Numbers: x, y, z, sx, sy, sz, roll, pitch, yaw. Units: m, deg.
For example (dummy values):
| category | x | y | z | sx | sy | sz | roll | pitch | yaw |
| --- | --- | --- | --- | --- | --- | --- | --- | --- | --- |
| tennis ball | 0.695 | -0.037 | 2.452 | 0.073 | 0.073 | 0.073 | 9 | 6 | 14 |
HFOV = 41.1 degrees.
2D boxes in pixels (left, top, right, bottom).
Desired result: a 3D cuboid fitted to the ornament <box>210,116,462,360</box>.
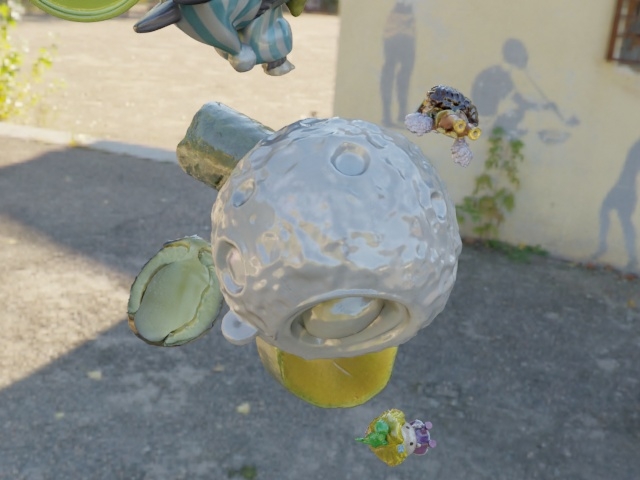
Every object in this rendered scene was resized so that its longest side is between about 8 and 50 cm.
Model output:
| category | x | y | z | sx | sy | sz | roll | pitch | yaw |
| --- | --- | --- | --- | --- | --- | --- | --- | --- | --- |
| ornament | 0.016 | -0.011 | 1.154 | 0.337 | 0.337 | 0.337 | 4 | 19 | -1 |

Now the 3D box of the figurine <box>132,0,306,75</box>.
| category | x | y | z | sx | sy | sz | roll | pitch | yaw |
| --- | --- | --- | --- | --- | --- | --- | --- | --- | --- |
| figurine | -0.210 | -0.430 | 1.544 | 0.266 | 0.361 | 0.378 | 29 | 47 | 30 |

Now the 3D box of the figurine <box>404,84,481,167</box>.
| category | x | y | z | sx | sy | sz | roll | pitch | yaw |
| --- | --- | --- | --- | --- | --- | --- | --- | --- | --- |
| figurine | 0.270 | -0.253 | 1.790 | 0.175 | 0.115 | 0.240 | 32 | 23 | -17 |

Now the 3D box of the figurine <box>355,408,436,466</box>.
| category | x | y | z | sx | sy | sz | roll | pitch | yaw |
| --- | --- | --- | --- | --- | --- | --- | --- | --- | --- |
| figurine | 0.115 | 0.352 | 1.505 | 0.115 | 0.094 | 0.156 | -31 | -24 | 30 |

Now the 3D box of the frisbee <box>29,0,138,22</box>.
| category | x | y | z | sx | sy | sz | roll | pitch | yaw |
| --- | --- | --- | --- | --- | --- | --- | --- | --- | --- |
| frisbee | -0.358 | -0.444 | 1.271 | 0.236 | 0.235 | 0.017 | 0 | 25 | -13 |

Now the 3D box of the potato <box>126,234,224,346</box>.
| category | x | y | z | sx | sy | sz | roll | pitch | yaw |
| --- | --- | --- | --- | --- | --- | --- | --- | --- | --- |
| potato | -0.333 | 0.146 | 2.064 | 0.243 | 0.285 | 0.242 | 13 | -23 | 5 |

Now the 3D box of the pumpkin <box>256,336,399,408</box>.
| category | x | y | z | sx | sy | sz | roll | pitch | yaw |
| --- | --- | --- | --- | --- | --- | --- | --- | --- | --- |
| pumpkin | 0.018 | 0.238 | 1.960 | 0.333 | 0.332 | 0.199 | 4 | 4 | -3 |

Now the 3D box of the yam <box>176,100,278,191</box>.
| category | x | y | z | sx | sy | sz | roll | pitch | yaw |
| --- | --- | --- | --- | --- | --- | --- | --- | --- | --- |
| yam | -0.176 | -0.183 | 1.899 | 0.300 | 0.195 | 0.195 | 30 | 30 | 34 |
